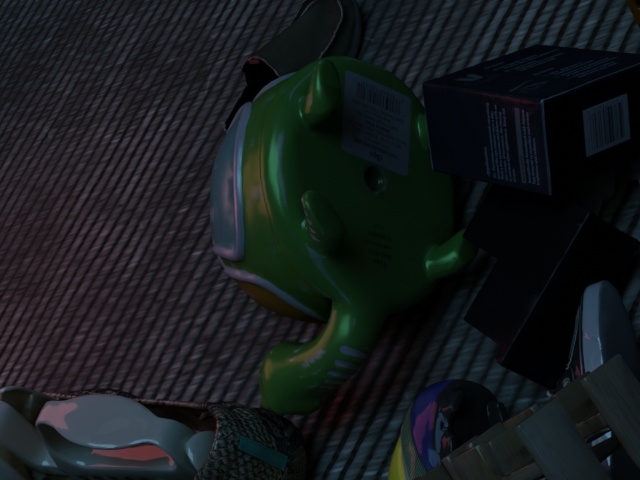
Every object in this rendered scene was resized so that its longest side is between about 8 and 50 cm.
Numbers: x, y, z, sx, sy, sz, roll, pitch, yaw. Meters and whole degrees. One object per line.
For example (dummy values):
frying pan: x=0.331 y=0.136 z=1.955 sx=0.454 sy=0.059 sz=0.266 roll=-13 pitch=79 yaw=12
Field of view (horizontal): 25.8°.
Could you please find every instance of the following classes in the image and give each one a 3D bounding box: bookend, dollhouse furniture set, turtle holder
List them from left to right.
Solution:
turtle holder: x=0.011 y=-0.010 z=1.380 sx=0.227 sy=0.243 sz=0.320 roll=-20 pitch=89 yaw=47
dollhouse furniture set: x=0.139 y=0.232 z=1.027 sx=0.161 sy=0.242 sz=0.212 roll=56 pitch=144 yaw=8
bookend: x=0.187 y=0.031 z=1.289 sx=0.157 sy=0.072 sz=0.156 roll=-61 pitch=32 yaw=3

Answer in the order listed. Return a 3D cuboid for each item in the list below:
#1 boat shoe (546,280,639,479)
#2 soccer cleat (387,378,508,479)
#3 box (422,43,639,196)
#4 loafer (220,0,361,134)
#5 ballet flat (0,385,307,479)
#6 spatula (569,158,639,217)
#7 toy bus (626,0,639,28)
boat shoe: x=0.225 y=0.138 z=1.178 sx=0.070 sy=0.078 sz=0.219 roll=-16 pitch=56 yaw=34
soccer cleat: x=0.095 y=0.262 z=1.215 sx=0.121 sy=0.093 sz=0.289 roll=-32 pitch=41 yaw=64
box: x=0.206 y=-0.116 z=1.290 sx=0.156 sy=0.093 sz=0.158 roll=-22 pitch=24 yaw=-32
loafer: x=-0.034 y=-0.196 z=1.618 sx=0.094 sy=0.087 sz=0.251 roll=10 pitch=68 yaw=43
ballet flat: x=-0.240 y=0.213 z=1.437 sx=0.483 sy=0.182 sz=0.164 roll=-7 pitch=59 yaw=37
spatula: x=0.302 y=-0.021 z=1.269 sx=0.168 sy=0.019 sz=0.242 roll=-15 pitch=53 yaw=31
toy bus: x=0.375 y=-0.230 z=1.276 sx=0.202 sy=0.104 sz=0.191 roll=-20 pitch=47 yaw=21
